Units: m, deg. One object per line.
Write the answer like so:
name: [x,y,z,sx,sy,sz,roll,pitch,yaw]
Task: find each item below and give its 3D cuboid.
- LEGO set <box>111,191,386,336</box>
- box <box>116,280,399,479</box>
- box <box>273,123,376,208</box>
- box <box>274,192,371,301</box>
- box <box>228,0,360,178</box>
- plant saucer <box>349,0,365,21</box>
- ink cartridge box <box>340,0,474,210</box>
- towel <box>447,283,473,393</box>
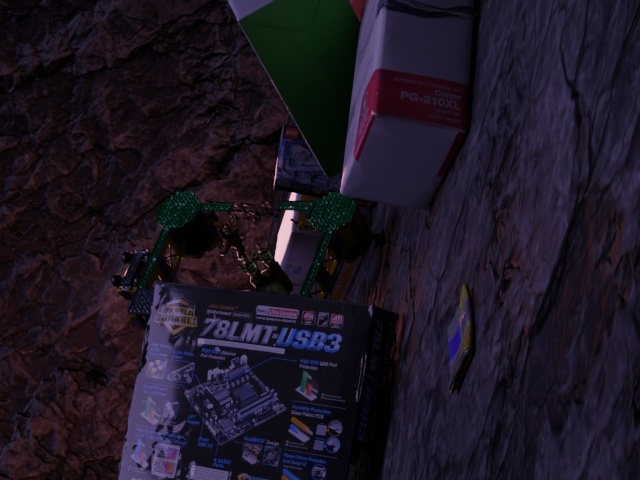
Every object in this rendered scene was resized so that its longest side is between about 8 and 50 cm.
LEGO set: [-0.071,0.078,1.966,0.192,0.331,0.255,60,-148,-46]
box: [-0.077,0.203,1.748,0.073,0.295,0.293,26,-109,-59]
box: [0.011,-0.098,2.082,0.027,0.137,0.094,110,170,-54]
box: [0.000,0.000,2.171,0.203,0.103,0.114,110,169,-58]
box: [-0.020,-0.251,1.874,0.262,0.127,0.231,59,-178,-42]
plant saucer: [0.091,-0.496,2.461,0.259,0.047,0.258,106,172,-47]
ink cartridge box: [0.092,-0.179,1.641,0.172,0.100,0.237,111,167,-62]
towel: [0.120,0.084,1.362,0.083,0.009,0.060,-86,8,-46]
